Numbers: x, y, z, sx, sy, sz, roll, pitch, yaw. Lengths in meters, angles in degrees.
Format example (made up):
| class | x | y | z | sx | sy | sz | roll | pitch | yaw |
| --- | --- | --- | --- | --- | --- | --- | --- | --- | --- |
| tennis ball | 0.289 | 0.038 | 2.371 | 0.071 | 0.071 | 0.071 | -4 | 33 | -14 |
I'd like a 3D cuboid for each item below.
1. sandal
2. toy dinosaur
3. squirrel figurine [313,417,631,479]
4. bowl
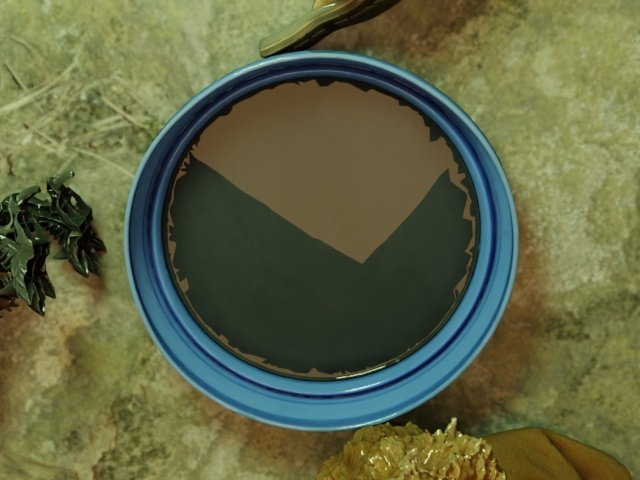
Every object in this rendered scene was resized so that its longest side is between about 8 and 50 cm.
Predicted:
| class | x | y | z | sx | sy | sz | roll | pitch | yaw |
| --- | --- | --- | --- | --- | --- | --- | --- | --- | --- |
| sandal | 0.015 | -0.232 | 1.382 | 0.180 | 0.072 | 0.049 | -26 | 83 | 12 |
| toy dinosaur | -0.354 | 0.004 | 1.413 | 0.218 | 0.164 | 0.322 | 1 | 128 | 17 |
| squirrel figurine | 0.165 | 0.342 | 1.352 | 0.397 | 0.370 | 0.281 | 34 | 103 | -21 |
| bowl | 0.000 | 0.000 | 1.437 | 0.391 | 0.077 | 0.391 | 0 | 106 | 0 |
